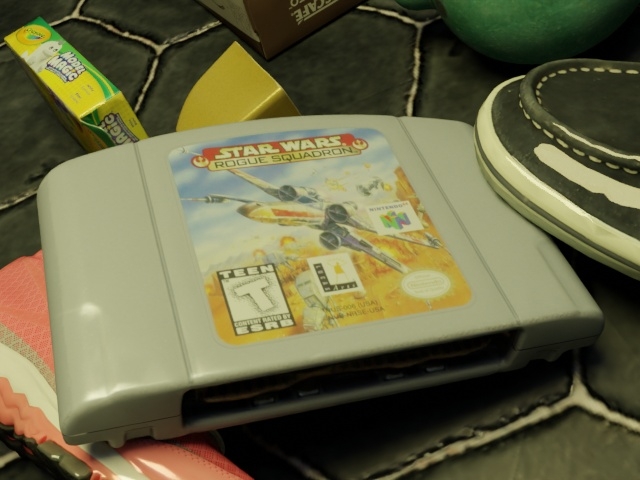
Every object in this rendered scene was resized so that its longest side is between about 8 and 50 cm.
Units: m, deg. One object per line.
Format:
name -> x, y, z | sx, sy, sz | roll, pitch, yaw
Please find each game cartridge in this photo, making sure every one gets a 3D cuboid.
game cartridge -> -0.009, 0.004, 0.489 | 0.297, 0.062, 0.198 | -8, 51, -17

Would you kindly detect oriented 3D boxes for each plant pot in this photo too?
plant pot -> -0.062, -0.087, 0.649 | 0.083, 0.081, 0.081 | -40, 51, -1

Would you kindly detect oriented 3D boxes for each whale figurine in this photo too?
whale figurine -> 0.163, -0.231, 0.680 | 0.216, 0.141, 0.272 | -27, 25, 2

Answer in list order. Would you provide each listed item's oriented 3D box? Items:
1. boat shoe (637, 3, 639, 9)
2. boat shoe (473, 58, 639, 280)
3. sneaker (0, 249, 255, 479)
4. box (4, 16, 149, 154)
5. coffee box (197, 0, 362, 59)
boat shoe -> 0.301, -0.172, 0.624 | 0.142, 0.049, 0.040 | 22, 62, 28
boat shoe -> 0.325, -0.043, 0.420 | 0.500, 0.156, 0.187 | 16, 44, 26
sneaker -> -0.121, 0.084, 0.503 | 0.314, 0.116, 0.136 | 25, 60, 31
box -> -0.187, -0.103, 0.680 | 0.043, 0.105, 0.179 | -37, 52, -12
coffee box -> -0.073, -0.295, 0.804 | 0.141, 0.098, 0.246 | -34, 50, -11
